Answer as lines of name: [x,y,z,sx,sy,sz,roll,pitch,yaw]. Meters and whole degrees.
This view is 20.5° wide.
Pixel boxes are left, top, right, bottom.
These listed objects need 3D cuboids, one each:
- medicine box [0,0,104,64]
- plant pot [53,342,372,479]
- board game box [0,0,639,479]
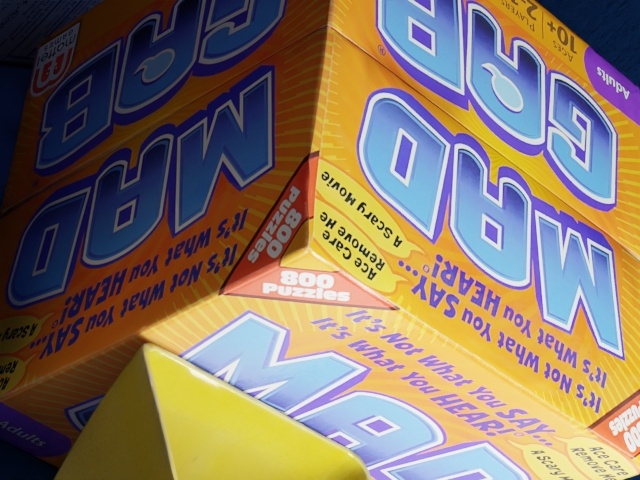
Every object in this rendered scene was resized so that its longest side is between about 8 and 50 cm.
medicine box: [-0.344,-0.315,1.707,0.263,0.149,0.289,53,20,15]
plant pot: [-0.081,0.233,1.142,0.212,0.187,0.212,32,25,-35]
board game box: [0.000,0.000,1.349,0.356,0.356,0.356,33,47,-34]
